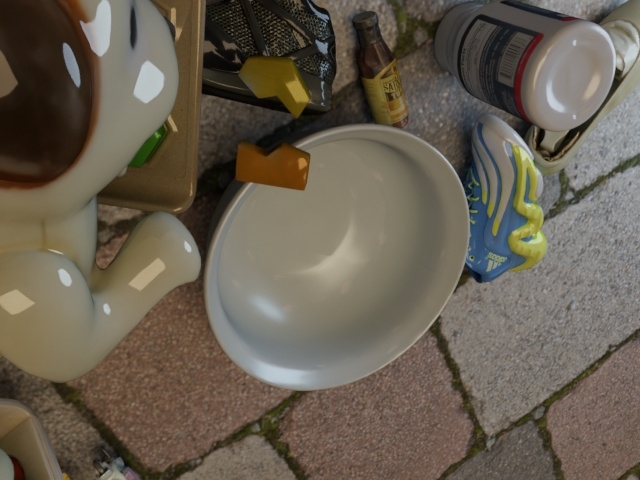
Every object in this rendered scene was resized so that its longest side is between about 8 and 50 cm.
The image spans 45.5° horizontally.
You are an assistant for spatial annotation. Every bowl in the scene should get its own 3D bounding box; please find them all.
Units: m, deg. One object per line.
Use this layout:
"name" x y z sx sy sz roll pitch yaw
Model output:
"bowl" 0.000 0.000 0.811 0.298 0.134 0.297 -12 121 -22

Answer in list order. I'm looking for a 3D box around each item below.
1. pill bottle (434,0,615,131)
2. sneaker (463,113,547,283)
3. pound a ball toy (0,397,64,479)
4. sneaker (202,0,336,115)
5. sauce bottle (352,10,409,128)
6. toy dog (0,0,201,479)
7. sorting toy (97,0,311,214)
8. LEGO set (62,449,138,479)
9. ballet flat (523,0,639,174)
"pill bottle" 0.201 -0.189 0.787 0.108 0.180 0.107 -13 121 -22
"sneaker" 0.203 -0.033 0.930 0.126 0.091 0.240 -34 127 -8
"pound a ball toy" -0.378 0.233 0.737 0.319 0.208 0.136 -39 151 10
"sneaker" -0.091 -0.198 0.693 0.228 0.087 0.130 9 88 -14
"sauce bottle" 0.062 -0.177 0.806 0.042 0.042 0.128 -30 127 -11
"toy dog" -0.261 -0.046 0.465 0.408 0.284 0.395 -44 138 23
"sorting toy" -0.156 -0.133 0.623 0.308 0.041 0.229 9 113 2
"LEGO set" -0.311 0.364 0.826 0.287 0.107 0.132 -44 167 -3
"ballet flat" 0.325 -0.188 0.909 0.086 0.086 0.248 25 102 -36
